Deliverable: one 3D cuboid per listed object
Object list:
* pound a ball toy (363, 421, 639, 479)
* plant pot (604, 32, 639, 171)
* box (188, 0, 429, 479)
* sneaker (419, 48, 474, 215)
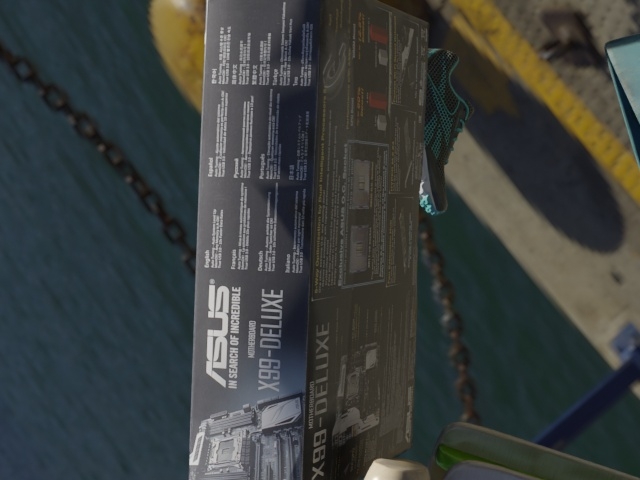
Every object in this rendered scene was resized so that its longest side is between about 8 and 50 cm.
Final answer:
[{"bbox_3d":[0.164,0.221,0.926,0.319,0.136,0.208,18,-175,1],"label":"pound a ball toy"},{"bbox_3d":[0.263,-0.017,0.618,0.165,0.234,0.166,-98,-15,-54],"label":"plant pot"},{"bbox_3d":[0.000,0.000,0.969,0.242,0.076,0.307,-7,-81,-71],"label":"box"},{"bbox_3d":[0.113,-0.109,1.461,0.065,0.076,0.166,-176,77,-83],"label":"sneaker"}]
